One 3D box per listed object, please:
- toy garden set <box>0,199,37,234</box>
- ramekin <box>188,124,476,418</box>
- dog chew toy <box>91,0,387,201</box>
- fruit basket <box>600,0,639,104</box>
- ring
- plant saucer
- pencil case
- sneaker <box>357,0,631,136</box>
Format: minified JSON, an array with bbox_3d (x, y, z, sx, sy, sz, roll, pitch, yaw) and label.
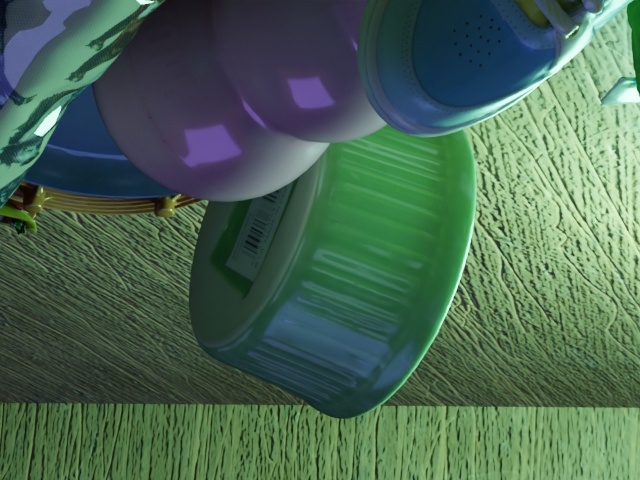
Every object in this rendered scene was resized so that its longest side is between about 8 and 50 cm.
[{"bbox_3d":[-0.417,-0.057,2.063,0.244,0.049,0.204,6,163,-5],"label":"toy garden set"},{"bbox_3d":[0.000,0.000,1.737,0.148,0.303,0.303,21,158,-23],"label":"ramekin"},{"bbox_3d":[-0.014,-0.154,1.398,0.332,0.206,0.207,-19,153,37],"label":"dog chew toy"},{"bbox_3d":[0.417,-0.147,1.354,0.353,0.165,0.327,4,164,-10],"label":"fruit basket"},{"bbox_3d":[-0.236,-0.092,1.853,0.337,0.032,0.336,2,155,1],"label":"ring"},{"bbox_3d":[-0.197,-0.133,1.680,0.318,0.043,0.317,3,152,1],"label":"plant saucer"},{"bbox_3d":[-0.208,-0.136,1.248,0.410,0.160,0.183,-48,170,26],"label":"pencil case"},{"bbox_3d":[0.167,-0.183,1.065,0.127,0.319,0.208,50,165,-12],"label":"sneaker"}]
